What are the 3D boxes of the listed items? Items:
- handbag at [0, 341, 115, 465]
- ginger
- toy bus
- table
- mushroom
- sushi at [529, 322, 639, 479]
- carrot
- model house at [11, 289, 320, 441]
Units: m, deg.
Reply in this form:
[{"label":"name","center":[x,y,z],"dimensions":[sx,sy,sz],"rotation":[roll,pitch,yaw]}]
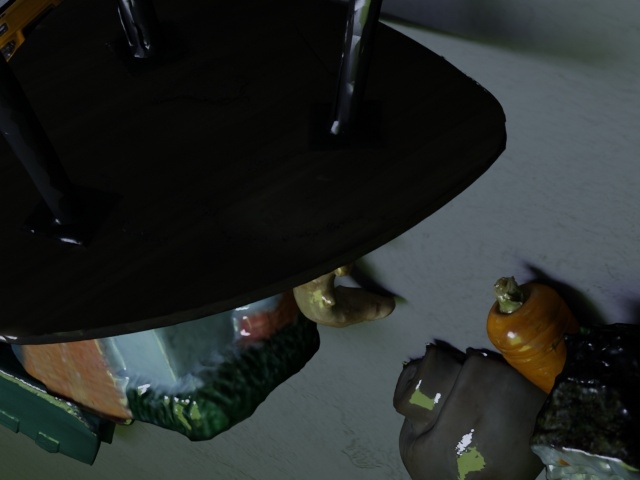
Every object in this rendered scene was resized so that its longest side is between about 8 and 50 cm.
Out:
[{"label":"handbag","center":[-0.387,0.178,1.896],"dimensions":[0.269,0.100,0.274],"rotation":[27,157,2]},{"label":"ginger","center":[0.000,0.000,1.105],"dimensions":[0.288,0.075,0.089],"rotation":[67,179,-56]},{"label":"toy bus","center":[-0.235,-0.134,1.095],"dimensions":[0.088,0.083,0.194],"rotation":[48,153,-14]},{"label":"table","center":[-0.094,-0.155,0.754],"dimensions":[0.317,0.317,0.249],"rotation":[19,141,26]},{"label":"mushroom","center":[0.129,0.171,1.255],"dimensions":[0.141,0.117,0.188],"rotation":[22,153,-8]},{"label":"sushi","center":[0.238,0.144,1.031],"dimensions":[0.124,0.127,0.225],"rotation":[10,156,39]},{"label":"carrot","center":[0.198,0.111,1.104],"dimensions":[0.061,0.061,0.256],"rotation":[6,148,45]},{"label":"model house","center":[-0.161,0.004,1.214],"dimensions":[0.253,0.184,0.291],"rotation":[17,141,38]}]
